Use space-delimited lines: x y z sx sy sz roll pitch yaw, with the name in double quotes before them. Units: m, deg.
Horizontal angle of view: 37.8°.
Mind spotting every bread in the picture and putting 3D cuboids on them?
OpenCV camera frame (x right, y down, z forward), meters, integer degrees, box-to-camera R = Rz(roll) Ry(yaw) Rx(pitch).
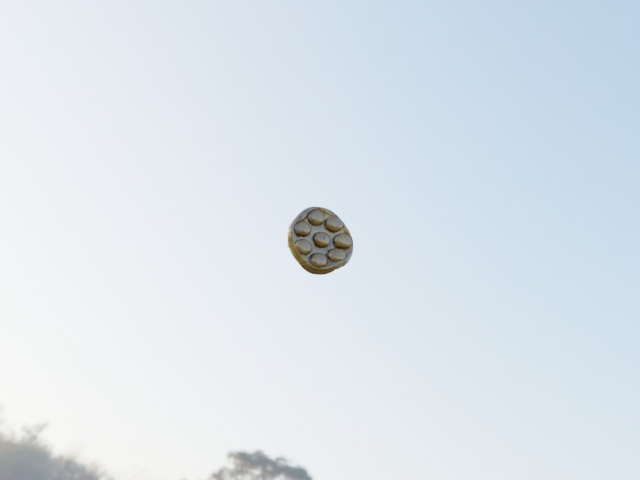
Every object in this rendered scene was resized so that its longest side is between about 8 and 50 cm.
"bread" 0.000 0.000 1.386 0.110 0.110 0.024 22 -32 -20
